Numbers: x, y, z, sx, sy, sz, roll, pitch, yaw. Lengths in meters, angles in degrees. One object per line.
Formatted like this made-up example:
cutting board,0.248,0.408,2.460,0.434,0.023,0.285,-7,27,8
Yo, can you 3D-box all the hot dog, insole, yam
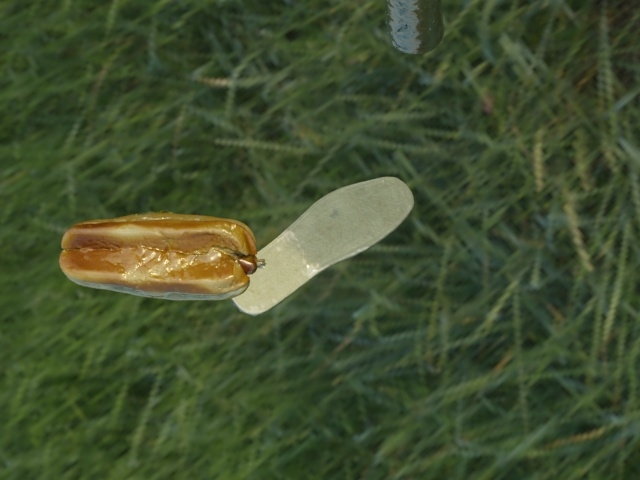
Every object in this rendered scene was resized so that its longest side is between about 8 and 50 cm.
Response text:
hot dog,-0.097,0.009,0.903,0.133,0.056,0.041,3,166,13
insole,0.000,0.000,1.283,0.063,0.192,0.010,50,158,14
yam,0.102,-0.274,1.659,0.068,0.068,0.169,38,164,21
